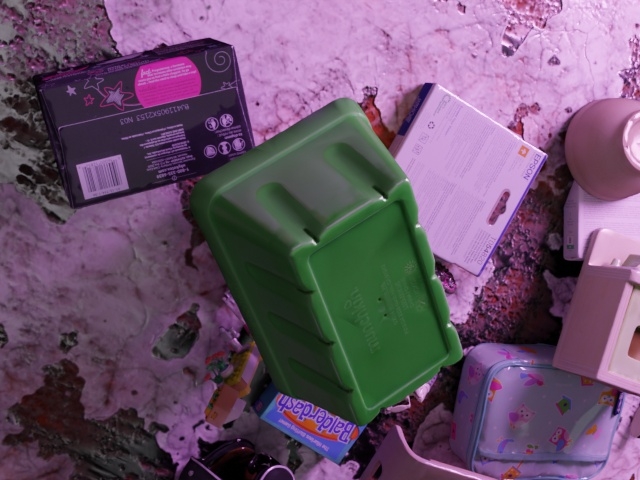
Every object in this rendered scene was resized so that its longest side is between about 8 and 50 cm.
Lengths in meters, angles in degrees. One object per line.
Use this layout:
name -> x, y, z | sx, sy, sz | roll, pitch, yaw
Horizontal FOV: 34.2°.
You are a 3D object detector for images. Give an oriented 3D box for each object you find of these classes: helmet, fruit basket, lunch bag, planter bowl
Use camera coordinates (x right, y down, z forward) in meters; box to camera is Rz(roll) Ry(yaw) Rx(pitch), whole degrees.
helmet -> -0.130, 0.379, 1.515 | 0.162, 0.169, 0.169 | -22, 111, -30
fruit basket -> 0.000, 0.000, 1.340 | 0.283, 0.392, 0.392 | -32, 112, -15
lunch bag -> 0.355, 0.285, 1.681 | 0.279, 0.108, 0.224 | 6, 102, -20
planter bowl -> 0.471, -0.144, 1.585 | 0.162, 0.109, 0.162 | 0, 89, -18

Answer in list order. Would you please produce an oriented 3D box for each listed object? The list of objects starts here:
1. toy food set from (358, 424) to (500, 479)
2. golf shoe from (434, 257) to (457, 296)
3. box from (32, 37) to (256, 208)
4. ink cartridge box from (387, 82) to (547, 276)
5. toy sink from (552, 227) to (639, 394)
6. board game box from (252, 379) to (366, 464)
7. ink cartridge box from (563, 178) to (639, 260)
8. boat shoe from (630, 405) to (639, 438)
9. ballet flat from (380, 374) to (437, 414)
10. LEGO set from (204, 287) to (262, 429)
toy food set -> 0.216, 0.404, 1.619 | 0.306, 0.092, 0.219 | 18, 128, -10
golf shoe -> 0.119, 0.058, 1.573 | 0.186, 0.067, 0.086 | 14, 131, -26
box -> -0.227, -0.156, 1.349 | 0.247, 0.142, 0.163 | -16, 110, -13
ink cartridge box -> 0.197, -0.089, 1.559 | 0.224, 0.045, 0.223 | 29, 91, -22
toy sink -> 0.478, 0.112, 1.574 | 0.153, 0.131, 0.234 | 21, 85, -19
board game box -> 0.022, 0.215, 1.583 | 0.160, 0.047, 0.210 | 34, 92, -24
ink cartridge box -> 0.480, -0.078, 1.669 | 0.181, 0.056, 0.224 | 2, 86, -19
boat shoe -> 0.579, 0.285, 1.789 | 0.042, 0.049, 0.133 | 29, 89, -15
ballet flat -> 0.140, 0.243, 1.634 | 0.114, 0.041, 0.041 | -24, 111, -11
LEGO set -> -0.102, 0.128, 1.472 | 0.287, 0.132, 0.107 | -47, 110, -27
